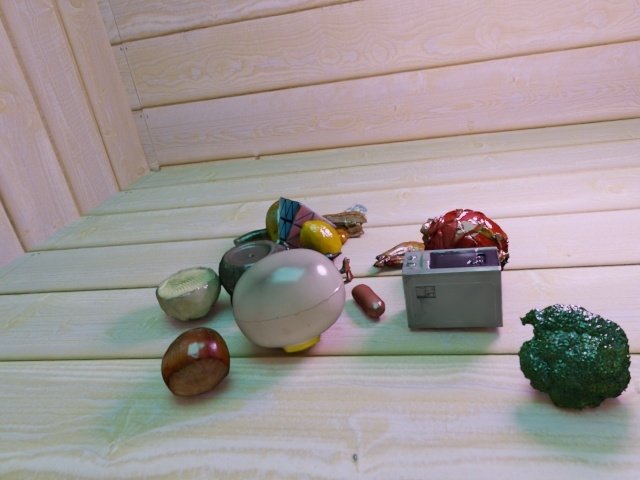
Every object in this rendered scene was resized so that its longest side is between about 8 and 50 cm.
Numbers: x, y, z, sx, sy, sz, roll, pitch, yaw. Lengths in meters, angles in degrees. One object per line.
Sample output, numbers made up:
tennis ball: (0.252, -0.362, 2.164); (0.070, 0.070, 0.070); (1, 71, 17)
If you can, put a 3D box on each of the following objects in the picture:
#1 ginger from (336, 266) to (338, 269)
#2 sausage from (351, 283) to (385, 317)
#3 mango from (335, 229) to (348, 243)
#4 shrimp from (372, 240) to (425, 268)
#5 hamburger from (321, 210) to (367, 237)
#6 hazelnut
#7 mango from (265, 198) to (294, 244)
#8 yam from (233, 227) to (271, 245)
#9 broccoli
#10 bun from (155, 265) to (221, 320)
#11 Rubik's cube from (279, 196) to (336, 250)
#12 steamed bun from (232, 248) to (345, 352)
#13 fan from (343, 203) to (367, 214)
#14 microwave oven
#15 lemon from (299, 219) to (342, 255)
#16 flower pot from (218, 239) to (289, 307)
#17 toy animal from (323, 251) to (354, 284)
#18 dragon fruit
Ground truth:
ginger: (-0.056, 0.103, 2.016); (0.288, 0.075, 0.089); (10, 36, 30)
sausage: (0.170, 0.213, 1.696); (0.077, 0.077, 0.194); (-17, 26, -14)
mango: (0.073, -0.009, 2.217); (0.114, 0.061, 0.080); (-11, 38, -6)
shrimp: (0.338, 0.067, 1.962); (0.294, 0.062, 0.154); (-19, 32, -23)
hamburger: (0.101, -0.085, 2.294); (0.261, 0.124, 0.131); (-2, 24, 14)
hazelnut: (-0.379, 0.361, 1.443); (0.214, 0.176, 0.214); (-2, 51, 3)
mango: (-0.171, -0.072, 2.298); (0.192, 0.146, 0.316); (4, 48, -5)
yam: (-0.284, -0.031, 2.383); (0.317, 0.067, 0.071); (-21, 16, -25)
broccoli: (0.644, 0.292, 1.218); (0.269, 0.262, 0.241); (-8, -14, -3)
bun: (-0.499, 0.214, 1.844); (0.259, 0.152, 0.259); (-11, 22, 4)
Rubik's cube: (-0.098, -0.083, 2.159); (0.228, 0.228, 0.233); (-14, 20, 28)
steamed bun: (-0.103, 0.187, 1.562); (0.373, 0.334, 0.334); (-16, 25, -4)
fan: (0.184, -0.149, 2.534); (0.131, 0.009, 0.240); (-1, 26, 17)
microwave oven: (0.425, 0.148, 1.542); (0.295, 0.238, 0.181); (-4, 25, 16)
lemon: (0.000, 0.000, 2.060); (0.170, 0.207, 0.170); (-41, 0, 0)
flower pot: (-0.235, 0.131, 1.850); (0.301, 0.213, 0.302); (-8, 26, 4)
toy animal: (0.027, 0.142, 1.828); (0.185, 0.122, 0.298); (-5, 41, 25)
dragon fruit: (0.533, 0.017, 1.748); (0.342, 0.278, 0.277); (29, 42, 28)
